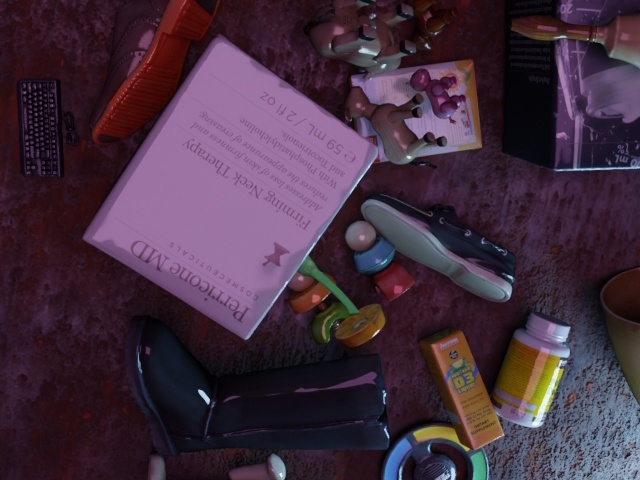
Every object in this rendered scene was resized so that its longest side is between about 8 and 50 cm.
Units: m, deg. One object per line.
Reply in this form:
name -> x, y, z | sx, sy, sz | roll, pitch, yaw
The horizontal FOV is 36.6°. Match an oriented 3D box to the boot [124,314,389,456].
boot -> -0.103, 0.262, 1.776 | 0.445, 0.146, 0.367 | -2, 139, 7

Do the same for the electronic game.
electronic game -> 0.236, 0.482, 2.000 | 0.229, 0.048, 0.229 | -1, 101, -7

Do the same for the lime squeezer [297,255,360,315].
lime squeezer -> 0.000, 0.000, 1.803 | 0.110, 0.059, 0.310 | -17, 59, 21

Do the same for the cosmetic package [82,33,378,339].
cosmetic package -> -0.158, -0.106, 1.696 | 0.329, 0.327, 0.394 | 33, 96, -12

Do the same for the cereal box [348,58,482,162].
cereal box -> 0.181, -0.246, 1.854 | 0.240, 0.047, 0.173 | -8, 101, -5

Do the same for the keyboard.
keyboard -> -0.504, -0.206, 1.790 | 0.108, 0.023, 0.180 | -1, 102, -7

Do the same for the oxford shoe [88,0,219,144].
oxford shoe -> -0.324, -0.340, 1.757 | 0.132, 0.130, 0.364 | 40, 102, 20

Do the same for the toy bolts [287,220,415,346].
toy bolts -> 0.057, 0.074, 1.829 | 0.228, 0.218, 0.158 | -38, 105, -13

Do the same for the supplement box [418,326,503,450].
supplement box -> 0.281, 0.295, 1.938 | 0.078, 0.080, 0.233 | -24, 93, -11

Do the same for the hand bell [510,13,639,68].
hand bell -> 0.429, -0.336, 1.558 | 0.242, 0.126, 0.126 | 9, 100, 5

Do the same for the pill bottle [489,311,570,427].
pill bottle -> 0.425, 0.256, 1.944 | 0.117, 0.117, 0.215 | 17, 99, -10

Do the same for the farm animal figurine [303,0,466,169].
farm animal figurine -> 0.100, -0.321, 1.714 | 0.326, 0.172, 0.330 | 29, 61, -36

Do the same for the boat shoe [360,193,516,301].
boat shoe -> 0.240, -0.012, 1.877 | 0.340, 0.127, 0.113 | 30, 66, -4

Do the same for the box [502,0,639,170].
box -> 0.601, -0.380, 1.760 | 0.479, 0.297, 0.472 | -3, 103, -7

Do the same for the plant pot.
plant pot -> 0.689, 0.213, 1.932 | 0.237, 0.237, 0.254 | -14, 116, -4

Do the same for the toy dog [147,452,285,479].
toy dog -> -0.138, 0.614, 1.864 | 0.407, 0.284, 0.396 | 3, 101, -10
